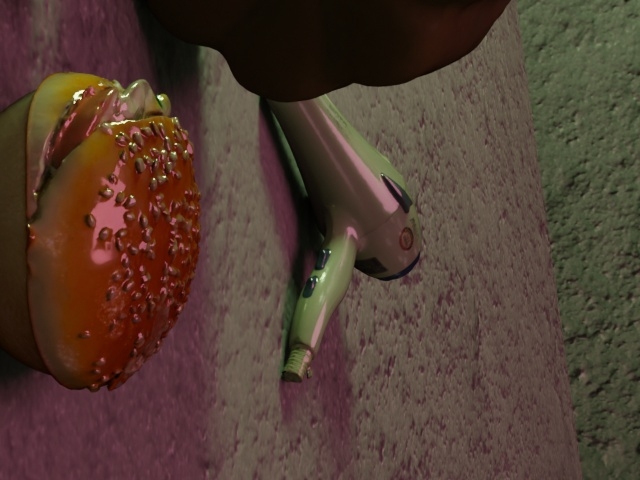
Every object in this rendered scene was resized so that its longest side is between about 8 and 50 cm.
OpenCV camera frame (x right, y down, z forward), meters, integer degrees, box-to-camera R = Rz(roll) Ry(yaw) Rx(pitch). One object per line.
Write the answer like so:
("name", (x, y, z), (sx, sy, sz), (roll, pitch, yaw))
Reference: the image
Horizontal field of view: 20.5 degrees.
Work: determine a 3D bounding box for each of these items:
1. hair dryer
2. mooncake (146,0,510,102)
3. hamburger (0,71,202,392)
("hair dryer", (-0.003, -0.042, 1.912), (0.298, 0.119, 0.296), (-48, 125, -51))
("mooncake", (0.007, -0.305, 1.564), (0.201, 0.378, 0.378), (-39, 121, -64))
("hamburger", (-0.164, -0.005, 1.258), (0.237, 0.147, 0.237), (-3, 90, -71))
